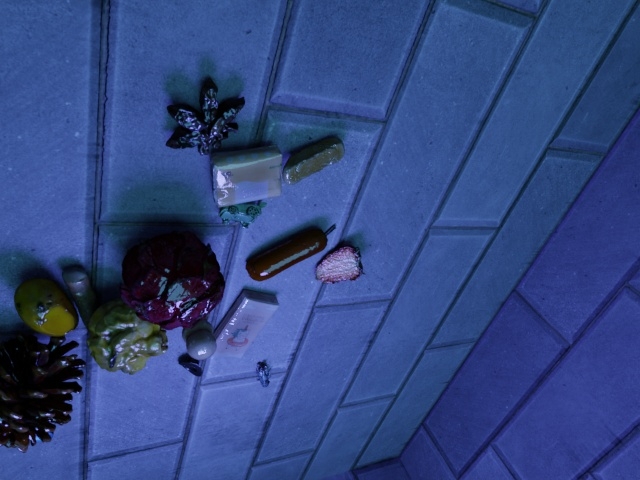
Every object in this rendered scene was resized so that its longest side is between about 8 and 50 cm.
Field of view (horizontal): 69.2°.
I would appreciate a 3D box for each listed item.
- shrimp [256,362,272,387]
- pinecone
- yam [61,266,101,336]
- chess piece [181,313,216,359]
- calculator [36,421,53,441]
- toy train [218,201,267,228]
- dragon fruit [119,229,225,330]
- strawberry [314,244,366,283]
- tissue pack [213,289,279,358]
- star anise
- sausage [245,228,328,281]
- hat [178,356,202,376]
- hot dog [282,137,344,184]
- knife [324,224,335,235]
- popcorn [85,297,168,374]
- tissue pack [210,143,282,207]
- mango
[{"bbox_3d":[-0.260,0.644,2.190,0.082,0.076,0.174,-6,130,-3],"label":"shrimp"},{"bbox_3d":[-0.936,0.457,1.495,0.385,0.384,0.384,-16,133,-17],"label":"pinecone"},{"bbox_3d":[-0.767,0.227,1.543,0.081,0.081,0.356,-14,135,-19],"label":"yam"},{"bbox_3d":[-0.444,0.315,1.673,0.143,0.260,0.142,-16,131,-19],"label":"chess piece"},{"bbox_3d":[-1.063,0.680,1.666,0.173,0.051,0.293,15,163,-31],"label":"calculator"},{"bbox_3d":[-0.261,-0.097,1.550,0.149,0.081,0.099,12,154,-24],"label":"toy train"},{"bbox_3d":[-0.459,0.129,1.467,0.330,0.329,0.328,-16,133,-17],"label":"dragon fruit"},{"bbox_3d":[0.076,0.090,1.913,0.208,0.087,0.167,-7,114,8],"label":"strawberry"},{"bbox_3d":[-0.322,0.350,1.907,0.170,0.071,0.325,20,116,-38],"label":"tissue pack"},{"bbox_3d":[-0.319,-0.336,1.296,0.214,0.099,0.219,2,127,-42],"label":"star anise"},{"bbox_3d":[-0.124,0.052,1.741,0.331,0.102,0.102,-27,136,-7],"label":"sausage"},{"bbox_3d":[-0.536,0.521,1.941,0.121,0.050,0.121,15,142,12],"label":"hat"},{"bbox_3d":[-0.030,-0.266,1.524,0.243,0.073,0.084,-31,139,-18],"label":"hot dog"},{"bbox_3d":[0.000,0.000,1.829,0.170,0.010,0.023,-43,129,12],"label":"knife"},{"bbox_3d":[-0.638,0.318,1.546,0.252,0.215,0.286,-30,143,-24],"label":"popcorn"},{"bbox_3d":[-0.233,-0.202,1.454,0.223,0.090,0.186,-13,140,-21],"label":"tissue pack"},{"bbox_3d":[-0.837,0.213,1.433,0.130,0.167,0.261,-34,149,-19],"label":"mango"}]
